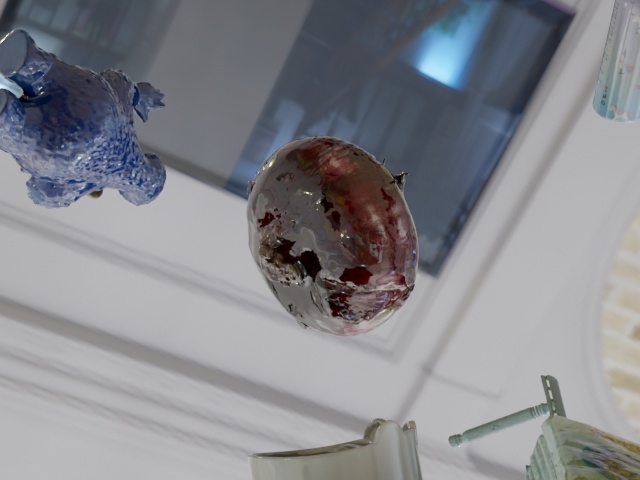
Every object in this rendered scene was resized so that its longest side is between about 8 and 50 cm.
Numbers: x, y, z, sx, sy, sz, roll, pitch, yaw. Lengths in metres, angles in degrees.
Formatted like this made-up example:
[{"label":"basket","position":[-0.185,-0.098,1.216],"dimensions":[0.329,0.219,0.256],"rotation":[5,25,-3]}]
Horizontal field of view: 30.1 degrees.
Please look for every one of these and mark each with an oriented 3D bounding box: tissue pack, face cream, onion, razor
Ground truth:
[{"label":"tissue pack","position":[0.465,0.422,1.789],"dimensions":[0.287,0.162,0.388],"rotation":[22,-170,2]},{"label":"face cream","position":[0.422,-0.272,1.600],"dimensions":[0.075,0.229,0.075],"rotation":[1,-141,-1]},{"label":"onion","position":[0.000,0.000,1.758],"dimensions":[0.232,0.314,0.314],"rotation":[-21,-137,-30]},{"label":"razor","position":[0.346,0.343,2.227],"dimensions":[0.068,0.232,0.106],"rotation":[44,-150,-44]}]

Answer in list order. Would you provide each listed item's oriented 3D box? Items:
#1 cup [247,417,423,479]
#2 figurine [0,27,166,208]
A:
[{"label":"cup","position":[0.031,0.370,1.539],"dimensions":[0.219,0.258,0.290],"rotation":[-9,173,-4]},{"label":"figurine","position":[-0.240,-0.104,1.229],"dimensions":[0.120,0.164,0.262],"rotation":[21,-178,37]}]
